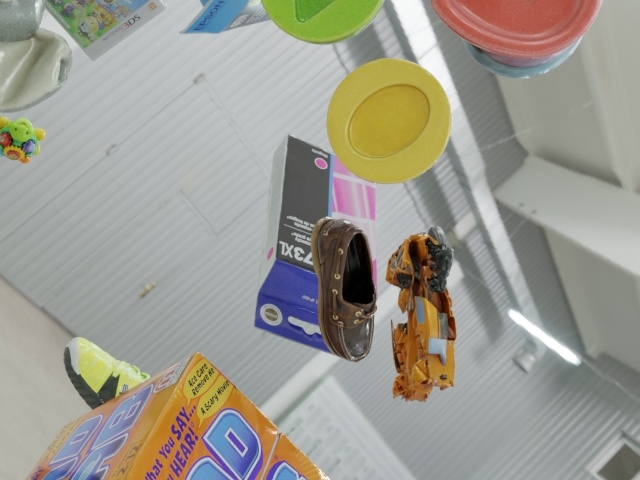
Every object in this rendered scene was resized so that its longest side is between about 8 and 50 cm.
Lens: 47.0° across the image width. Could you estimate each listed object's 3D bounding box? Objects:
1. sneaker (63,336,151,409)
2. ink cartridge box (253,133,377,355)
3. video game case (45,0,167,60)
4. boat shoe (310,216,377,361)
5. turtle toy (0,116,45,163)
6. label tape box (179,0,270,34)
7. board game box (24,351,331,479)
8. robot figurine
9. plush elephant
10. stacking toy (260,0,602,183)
[{"bbox_3d":[-0.371,0.331,1.546,0.385,0.147,0.145,45,3,-6],"label":"sneaker"},{"bbox_3d":[0.000,0.000,1.158,0.175,0.371,0.069,22,-43,-20],"label":"ink cartridge box"},{"bbox_3d":[-0.432,-0.474,1.389,0.212,0.193,0.023,50,21,-30],"label":"video game case"},{"bbox_3d":[0.037,0.072,0.945,0.073,0.073,0.207,16,-53,45],"label":"boat shoe"},{"bbox_3d":[-0.603,-0.201,1.465,0.095,0.066,0.130,16,-39,-24],"label":"turtle toy"},{"bbox_3d":[-0.034,-0.385,0.884,0.115,0.249,0.347,50,33,1],"label":"label tape box"},{"bbox_3d":[-0.229,0.452,1.032,0.356,0.356,0.356,48,33,-17],"label":"board game box"},{"bbox_3d":[0.170,0.120,1.267,0.211,0.085,0.291,119,-28,-64],"label":"robot figurine"},{"bbox_3d":[-0.407,-0.280,0.798,0.272,0.255,0.330,58,-29,8],"label":"plush elephant"},{"bbox_3d":[0.103,-0.235,0.759,0.279,0.309,0.130,54,8,5],"label":"stacking toy"}]
